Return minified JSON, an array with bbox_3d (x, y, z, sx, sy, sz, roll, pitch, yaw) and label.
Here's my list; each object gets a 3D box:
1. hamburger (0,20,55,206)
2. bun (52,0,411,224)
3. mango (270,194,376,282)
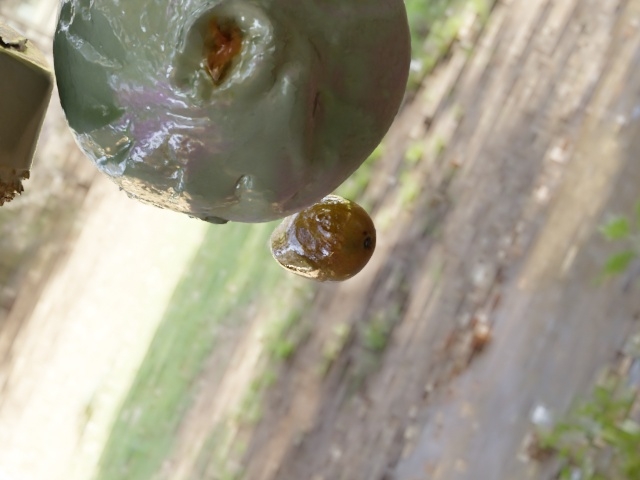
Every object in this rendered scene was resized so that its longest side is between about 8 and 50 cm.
[{"bbox_3d":[-0.355,-0.120,1.370,0.294,0.276,0.179,-110,44,-81],"label":"hamburger"},{"bbox_3d":[-0.078,-0.143,1.309,0.293,0.293,0.187,-63,-3,17],"label":"bun"},{"bbox_3d":[0.004,0.003,2.056,0.089,0.111,0.163,-46,0,-30],"label":"mango"}]
